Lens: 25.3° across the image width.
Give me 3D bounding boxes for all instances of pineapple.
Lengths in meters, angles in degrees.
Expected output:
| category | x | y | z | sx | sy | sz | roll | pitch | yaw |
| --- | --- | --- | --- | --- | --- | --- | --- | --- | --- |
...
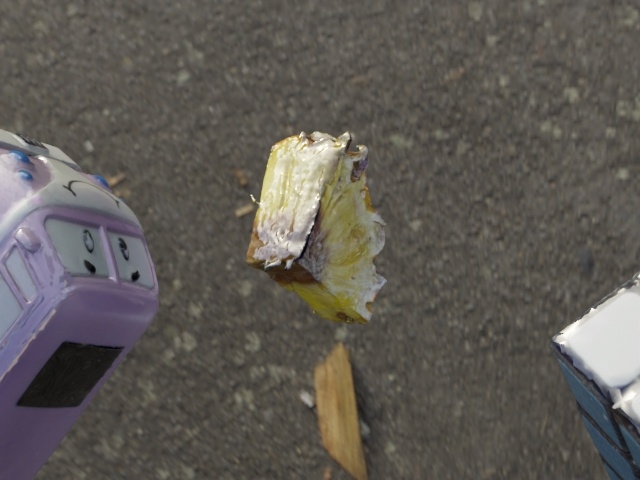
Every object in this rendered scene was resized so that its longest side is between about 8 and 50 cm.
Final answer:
| category | x | y | z | sx | sy | sz | roll | pitch | yaw |
| --- | --- | --- | --- | --- | --- | --- | --- | --- | --- |
| pineapple | 0.000 | 0.000 | 0.952 | 0.069 | 0.137 | 0.116 | -5 | 18 | 37 |

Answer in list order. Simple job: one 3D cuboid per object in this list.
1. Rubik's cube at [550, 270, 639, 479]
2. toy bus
| category | x | y | z | sx | sy | sz | roll | pitch | yaw |
| --- | --- | --- | --- | --- | --- | --- | --- | --- | --- |
| Rubik's cube | 0.438 | 0.167 | 1.111 | 0.343 | 0.344 | 0.337 | -37 | 44 | -4 |
| toy bus | -0.197 | 0.045 | 0.844 | 0.142 | 0.142 | 0.202 | 41 | 100 | 23 |
